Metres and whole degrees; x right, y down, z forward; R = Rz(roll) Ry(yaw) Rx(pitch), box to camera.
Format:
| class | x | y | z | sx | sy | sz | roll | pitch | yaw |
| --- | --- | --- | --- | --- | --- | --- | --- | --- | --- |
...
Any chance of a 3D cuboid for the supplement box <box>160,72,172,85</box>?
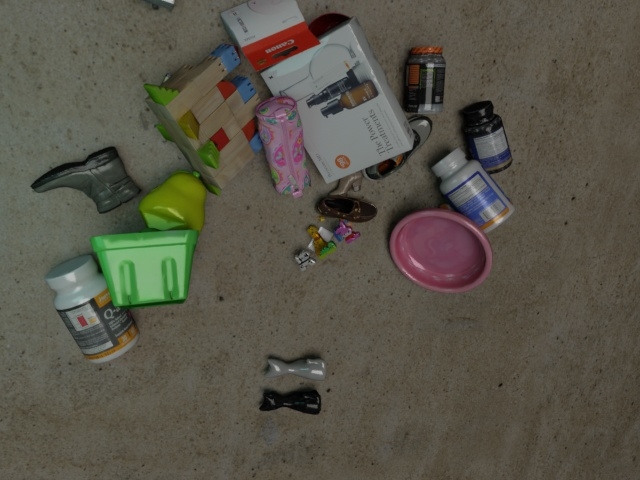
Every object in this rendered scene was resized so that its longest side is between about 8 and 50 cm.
| class | x | y | z | sx | sy | sz | roll | pitch | yaw |
| --- | --- | --- | --- | --- | --- | --- | --- | --- | --- |
| supplement box | -0.392 | -0.393 | 1.368 | 0.083 | 0.056 | 0.083 | 25 | 99 | -24 |

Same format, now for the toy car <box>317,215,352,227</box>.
| class | x | y | z | sx | sy | sz | roll | pitch | yaw |
| --- | --- | --- | --- | --- | --- | --- | --- | --- | --- |
| toy car | 0.051 | -0.047 | 1.634 | 0.122 | 0.040 | 0.060 | -1 | 108 | -18 |

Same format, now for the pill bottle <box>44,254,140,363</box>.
| class | x | y | z | sx | sy | sz | roll | pitch | yaw |
| --- | --- | --- | --- | --- | --- | --- | --- | --- | --- |
| pill bottle | -0.639 | 0.191 | 1.424 | 0.162 | 0.162 | 0.278 | -23 | 113 | -10 |

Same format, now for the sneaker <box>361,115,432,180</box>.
| class | x | y | z | sx | sy | sz | roll | pitch | yaw |
| --- | --- | --- | --- | --- | --- | --- | --- | --- | --- |
| sneaker | 0.253 | -0.281 | 1.587 | 0.271 | 0.108 | 0.100 | -43 | 113 | -2 |

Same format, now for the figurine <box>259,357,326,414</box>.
| class | x | y | z | sx | sy | sz | roll | pitch | yaw |
| --- | --- | --- | --- | --- | --- | --- | --- | --- | --- |
| figurine | -0.097 | 0.494 | 1.743 | 0.210 | 0.092 | 0.214 | 4 | 105 | -15 |

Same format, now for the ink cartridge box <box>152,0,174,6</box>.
| class | x | y | z | sx | sy | sz | roll | pitch | yaw |
| --- | --- | --- | --- | --- | --- | --- | --- | --- | --- |
| ink cartridge box | -0.397 | -0.632 | 1.241 | 0.092 | 0.143 | 0.089 | 11 | 104 | -20 |

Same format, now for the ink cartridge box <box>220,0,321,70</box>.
| class | x | y | z | sx | sy | sz | roll | pitch | yaw |
| --- | --- | --- | --- | --- | --- | --- | --- | --- | --- |
| ink cartridge box | -0.132 | -0.552 | 1.312 | 0.189 | 0.232 | 0.066 | -27 | 141 | -8 |

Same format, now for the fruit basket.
| class | x | y | z | sx | sy | sz | roll | pitch | yaw |
| --- | --- | --- | --- | --- | --- | --- | --- | --- | --- |
| fruit basket | -0.436 | -0.011 | 1.342 | 0.283 | 0.392 | 0.391 | -4 | 109 | -17 |

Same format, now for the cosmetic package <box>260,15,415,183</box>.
| class | x | y | z | sx | sy | sz | roll | pitch | yaw |
| --- | --- | --- | --- | --- | --- | --- | --- | --- | --- |
| cosmetic package | 0.055 | -0.376 | 1.424 | 0.285 | 0.097 | 0.377 | -19 | 118 | 29 |

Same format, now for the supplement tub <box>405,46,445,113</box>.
| class | x | y | z | sx | sy | sz | roll | pitch | yaw |
| --- | --- | --- | --- | --- | --- | --- | --- | --- | --- |
| supplement tub | 0.317 | -0.483 | 1.535 | 0.117 | 0.117 | 0.190 | -5 | 109 | -16 |

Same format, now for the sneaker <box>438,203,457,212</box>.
| class | x | y | z | sx | sy | sz | roll | pitch | yaw |
| --- | --- | --- | --- | --- | --- | --- | --- | --- | --- |
| sneaker | 0.488 | -0.011 | 1.759 | 0.121 | 0.099 | 0.262 | -17 | 113 | -17 |

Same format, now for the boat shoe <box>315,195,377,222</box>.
| class | x | y | z | sx | sy | sz | roll | pitch | yaw |
| --- | --- | --- | --- | --- | --- | --- | --- | --- | --- |
| boat shoe | 0.091 | -0.100 | 1.602 | 0.207 | 0.073 | 0.073 | 1 | 73 | -20 |

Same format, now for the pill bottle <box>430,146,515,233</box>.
| class | x | y | z | sx | sy | sz | roll | pitch | yaw |
| --- | --- | --- | --- | --- | --- | --- | --- | --- | --- |
| pill bottle | 0.485 | -0.163 | 1.642 | 0.152 | 0.152 | 0.272 | -39 | 89 | -3 |

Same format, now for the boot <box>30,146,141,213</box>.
| class | x | y | z | sx | sy | sz | roll | pitch | yaw |
| --- | --- | --- | --- | --- | --- | --- | --- | --- | --- |
| boot | -0.627 | -0.136 | 1.369 | 0.247 | 0.083 | 0.161 | -23 | 119 | -8 |

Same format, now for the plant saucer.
| class | x | y | z | sx | sy | sz | roll | pitch | yaw |
| --- | --- | --- | --- | --- | --- | --- | --- | --- | --- |
| plant saucer | 0.395 | 0.024 | 1.662 | 0.332 | 0.332 | 0.084 | 60 | 40 | -24 |

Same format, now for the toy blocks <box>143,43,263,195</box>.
| class | x | y | z | sx | sy | sz | roll | pitch | yaw |
| --- | --- | --- | --- | --- | --- | --- | --- | --- | --- |
| toy blocks | -0.270 | -0.333 | 1.349 | 0.261 | 0.191 | 0.381 | -50 | 141 | -20 |

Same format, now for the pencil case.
| class | x | y | z | sx | sy | sz | roll | pitch | yaw |
| --- | --- | --- | --- | --- | --- | --- | --- | --- | --- |
| pencil case | -0.100 | -0.258 | 1.426 | 0.124 | 0.124 | 0.284 | -20 | 134 | -11 |

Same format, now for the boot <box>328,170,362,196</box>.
| class | x | y | z | sx | sy | sz | roll | pitch | yaw |
| --- | --- | --- | --- | --- | --- | --- | --- | --- | --- |
| boot | 0.075 | -0.191 | 1.599 | 0.119 | 0.042 | 0.086 | -14 | 103 | -10 |

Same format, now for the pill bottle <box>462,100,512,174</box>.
| class | x | y | z | sx | sy | sz | roll | pitch | yaw |
| --- | --- | --- | --- | --- | --- | --- | --- | --- | --- |
| pill bottle | 0.539 | -0.334 | 1.652 | 0.123 | 0.123 | 0.219 | -28 | 113 | -7 |

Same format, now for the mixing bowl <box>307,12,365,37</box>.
| class | x | y | z | sx | sy | sz | roll | pitch | yaw |
| --- | --- | --- | --- | --- | --- | --- | --- | --- | --- |
| mixing bowl | 0.048 | -0.552 | 1.418 | 0.182 | 0.098 | 0.181 | 8 | 128 | 10 |

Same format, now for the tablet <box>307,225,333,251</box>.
| class | x | y | z | sx | sy | sz | roll | pitch | yaw |
| --- | --- | --- | --- | --- | --- | --- | --- | --- | --- |
| tablet | 0.000 | 0.000 | 1.652 | 0.054 | 0.006 | 0.083 | 30 | 96 | -24 |

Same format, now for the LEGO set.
| class | x | y | z | sx | sy | sz | roll | pitch | yaw |
| --- | --- | --- | --- | --- | --- | --- | --- | --- | --- |
| LEGO set | 0.008 | -0.008 | 1.593 | 0.227 | 0.087 | 0.093 | -33 | 107 | 21 |
